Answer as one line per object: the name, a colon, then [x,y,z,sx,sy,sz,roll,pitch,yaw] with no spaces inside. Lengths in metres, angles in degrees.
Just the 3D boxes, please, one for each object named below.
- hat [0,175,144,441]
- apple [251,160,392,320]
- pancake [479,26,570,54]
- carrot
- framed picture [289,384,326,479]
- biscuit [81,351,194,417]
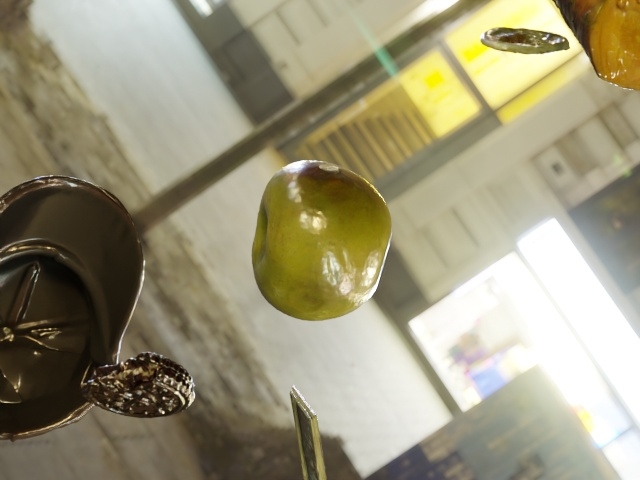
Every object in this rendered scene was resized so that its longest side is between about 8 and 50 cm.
hat: [-0.322,0.057,1.644,0.238,0.336,0.209,25,17,-17]
apple: [0.000,0.000,1.806,0.157,0.196,0.196,11,15,-8]
pancake: [0.231,-0.225,1.691,0.108,0.108,0.017,-113,-158,-66]
carrot: [0.269,-0.274,1.500,0.114,0.114,0.302,51,14,-41]
framed picture: [-0.012,0.300,2.012,0.142,0.011,0.183,-141,-139,-73]
biscuit: [-0.139,0.110,1.139,0.089,0.087,0.027,103,-7,-62]
